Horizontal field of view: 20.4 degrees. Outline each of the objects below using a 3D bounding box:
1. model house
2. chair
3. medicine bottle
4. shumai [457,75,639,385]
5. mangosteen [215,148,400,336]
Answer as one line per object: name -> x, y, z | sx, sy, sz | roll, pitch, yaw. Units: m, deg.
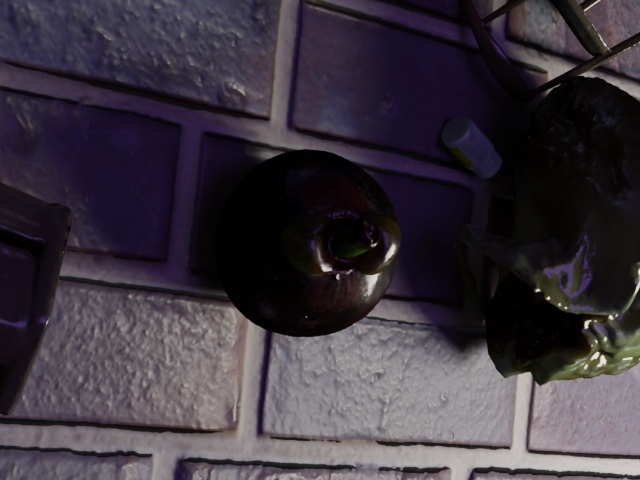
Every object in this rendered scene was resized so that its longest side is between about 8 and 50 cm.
model house -> -0.336, 0.032, 1.720 | 0.188, 0.122, 0.229 | 25, 60, -29
chair -> 0.322, -0.323, 2.333 | 0.272, 0.166, 0.188 | -34, 125, 9
medicine bottle -> 0.194, -0.118, 2.280 | 0.083, 0.047, 0.047 | 45, 62, -37
shumai -> 0.343, 0.033, 2.282 | 0.348, 0.395, 0.395 | -42, 123, -8
mangosteen -> -0.001, 0.002, 1.981 | 0.216, 0.216, 0.216 | -2, 93, -45
